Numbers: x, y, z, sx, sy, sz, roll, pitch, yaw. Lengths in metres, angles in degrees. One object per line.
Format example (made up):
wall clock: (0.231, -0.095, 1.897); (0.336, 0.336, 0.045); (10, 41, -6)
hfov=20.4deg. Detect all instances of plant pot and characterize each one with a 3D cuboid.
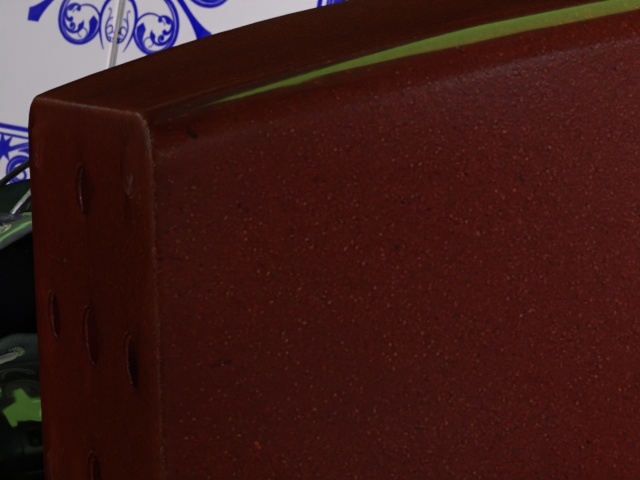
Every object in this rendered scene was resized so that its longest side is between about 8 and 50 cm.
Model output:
plant pot: (0.018, 0.027, 0.720); (0.236, 0.267, 0.267); (-4, 8, -22)

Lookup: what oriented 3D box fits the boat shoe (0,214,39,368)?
boat shoe: (-0.126, 0.022, 1.082); (0.319, 0.116, 0.099); (-13, 13, -27)

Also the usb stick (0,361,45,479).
usb stick: (-0.039, 0.075, 0.876); (0.278, 0.045, 0.077); (-7, 34, -28)

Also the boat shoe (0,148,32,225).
boat shoe: (-0.208, -0.013, 1.533); (0.500, 0.156, 0.187); (7, 5, -17)
